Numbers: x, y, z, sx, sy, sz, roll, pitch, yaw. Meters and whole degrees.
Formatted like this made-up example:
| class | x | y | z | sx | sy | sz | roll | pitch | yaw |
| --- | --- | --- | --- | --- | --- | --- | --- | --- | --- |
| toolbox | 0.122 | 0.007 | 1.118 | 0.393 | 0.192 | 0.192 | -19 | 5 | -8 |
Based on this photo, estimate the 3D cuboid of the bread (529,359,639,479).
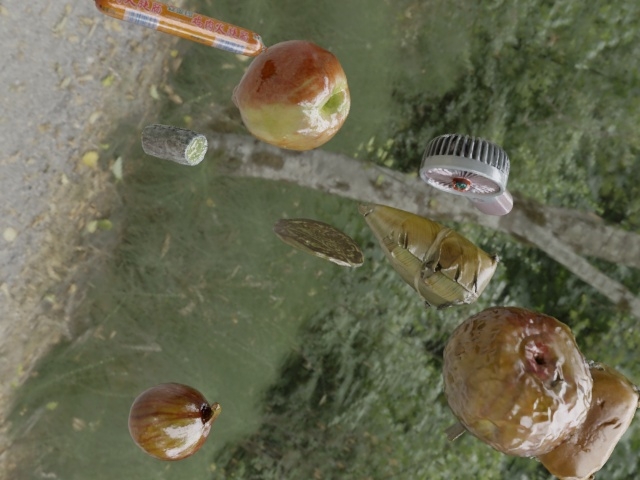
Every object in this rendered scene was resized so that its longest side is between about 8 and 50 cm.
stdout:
| class | x | y | z | sx | sy | sz | roll | pitch | yaw |
| --- | --- | --- | --- | --- | --- | --- | --- | --- | --- |
| bread | 0.532 | 0.367 | 1.489 | 0.241 | 0.136 | 0.107 | -61 | 169 | 10 |

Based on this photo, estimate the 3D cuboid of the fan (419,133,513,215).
| class | x | y | z | sx | sy | sz | roll | pitch | yaw |
| --- | --- | --- | --- | --- | --- | --- | --- | --- | --- |
| fan | 0.243 | -0.091 | 1.153 | 0.244 | 0.130 | 0.074 | 31 | 70 | -55 |

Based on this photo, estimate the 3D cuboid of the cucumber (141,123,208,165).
| class | x | y | z | sx | sy | sz | roll | pitch | yaw |
| --- | --- | --- | --- | --- | --- | --- | --- | --- | --- |
| cucumber | -0.252 | -0.167 | 1.260 | 0.064 | 0.112 | 0.064 | -48 | 147 | -46 |

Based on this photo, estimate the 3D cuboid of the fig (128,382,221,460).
| class | x | y | z | sx | sy | sz | roll | pitch | yaw |
| --- | --- | --- | --- | --- | --- | --- | --- | --- | --- |
| fig | -0.284 | 0.374 | 1.548 | 0.175 | 0.207 | 0.175 | -10 | 90 | -81 |

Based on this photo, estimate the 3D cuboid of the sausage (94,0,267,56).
| class | x | y | z | sx | sy | sz | roll | pitch | yaw |
| --- | --- | --- | --- | --- | --- | --- | --- | --- | --- |
| sausage | -0.264 | -0.413 | 1.406 | 0.053 | 0.348 | 0.053 | -168 | -90 | -69 |

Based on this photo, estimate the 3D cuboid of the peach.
| class | x | y | z | sx | sy | sz | roll | pitch | yaw |
| --- | --- | --- | --- | --- | --- | --- | --- | --- | --- |
| peach | -0.072 | -0.302 | 1.571 | 0.232 | 0.257 | 0.232 | -23 | 117 | -56 |

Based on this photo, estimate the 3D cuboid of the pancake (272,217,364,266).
| class | x | y | z | sx | sy | sz | roll | pitch | yaw |
| --- | --- | --- | --- | --- | --- | --- | --- | --- | --- |
| pancake | 0.000 | -0.001 | 1.894 | 0.250 | 0.250 | 0.031 | -25 | 139 | -66 |

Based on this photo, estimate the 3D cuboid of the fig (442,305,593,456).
| class | x | y | z | sx | sy | sz | roll | pitch | yaw |
| --- | --- | --- | --- | --- | --- | --- | --- | --- | --- |
| fig | 0.330 | 0.298 | 1.443 | 0.286 | 0.286 | 0.368 | -47 | 179 | -42 |

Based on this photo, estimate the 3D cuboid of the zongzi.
| class | x | y | z | sx | sy | sz | roll | pitch | yaw |
| --- | --- | --- | --- | --- | --- | --- | --- | --- | --- |
| zongzi | 0.130 | 0.017 | 1.018 | 0.099 | 0.197 | 0.194 | -57 | 175 | -9 |
